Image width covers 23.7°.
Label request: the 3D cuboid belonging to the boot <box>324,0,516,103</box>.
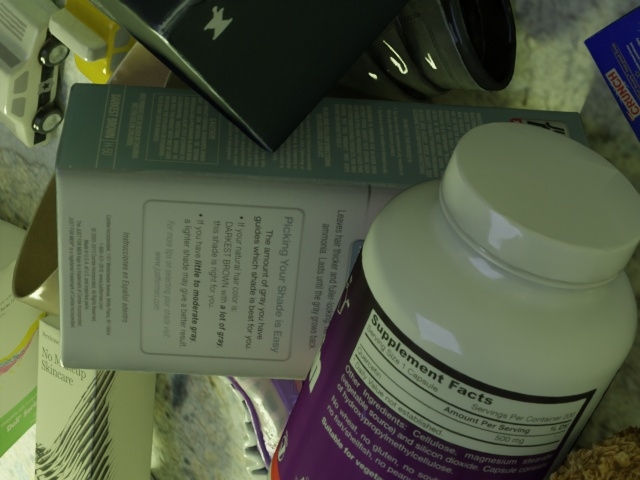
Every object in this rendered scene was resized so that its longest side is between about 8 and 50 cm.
[{"bbox_3d":[0.056,-0.109,1.179,0.222,0.118,0.338,-5,117,41],"label":"boot"}]

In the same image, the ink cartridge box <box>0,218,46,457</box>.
[{"bbox_3d":[-0.442,0.070,1.837,0.207,0.119,0.354,23,131,21],"label":"ink cartridge box"}]

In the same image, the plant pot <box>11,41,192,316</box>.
[{"bbox_3d":[-0.117,-0.031,1.334,0.191,0.284,0.284,30,148,-19],"label":"plant pot"}]

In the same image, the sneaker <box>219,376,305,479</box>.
[{"bbox_3d":[-0.034,0.136,1.465,0.104,0.095,0.236,4,121,41],"label":"sneaker"}]

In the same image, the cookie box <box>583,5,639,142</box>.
[{"bbox_3d":[0.240,-0.120,1.006,0.107,0.040,0.092,-28,91,53],"label":"cookie box"}]

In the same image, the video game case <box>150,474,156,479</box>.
[{"bbox_3d":[-0.202,0.443,1.883,0.244,0.061,0.269,52,143,13],"label":"video game case"}]

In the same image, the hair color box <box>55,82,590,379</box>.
[{"bbox_3d":[0.000,0.000,1.118,0.114,0.374,0.185,-91,6,-52],"label":"hair color box"}]

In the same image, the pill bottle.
[{"bbox_3d":[0.089,0.087,1.002,0.181,0.181,0.323,41,129,25],"label":"pill bottle"}]

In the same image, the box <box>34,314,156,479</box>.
[{"bbox_3d":[-0.255,0.220,1.715,0.113,0.094,0.275,19,112,41],"label":"box"}]

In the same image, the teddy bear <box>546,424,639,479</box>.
[{"bbox_3d":[0.200,0.170,0.997,0.113,0.338,0.245,40,151,30],"label":"teddy bear"}]

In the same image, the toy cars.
[{"bbox_3d":[-0.267,-0.191,1.516,0.393,0.087,0.177,-12,104,52],"label":"toy cars"}]

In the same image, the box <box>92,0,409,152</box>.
[{"bbox_3d":[-0.098,-0.309,1.021,0.395,0.293,0.212,42,179,24],"label":"box"}]

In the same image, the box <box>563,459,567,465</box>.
[{"bbox_3d":[0.156,0.155,1.228,0.225,0.036,0.136,42,-179,22],"label":"box"}]
